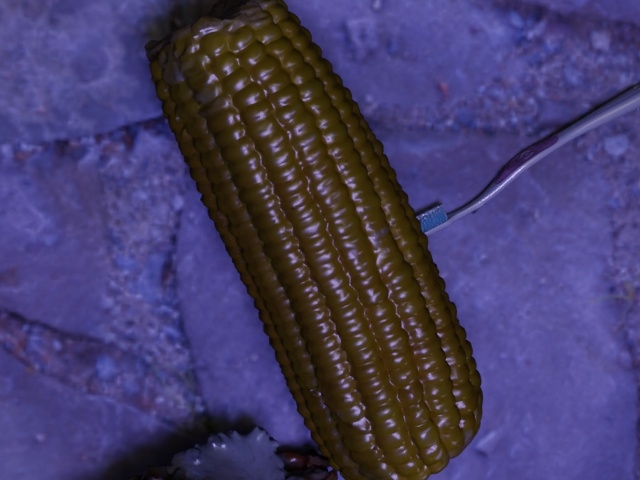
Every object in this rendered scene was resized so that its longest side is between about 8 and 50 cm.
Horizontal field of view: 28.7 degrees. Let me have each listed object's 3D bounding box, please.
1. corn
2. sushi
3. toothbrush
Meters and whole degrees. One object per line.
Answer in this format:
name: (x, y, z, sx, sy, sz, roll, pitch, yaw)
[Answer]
corn: (0.000, 0.000, 0.827, 0.131, 0.131, 0.344, -27, 102, -6)
sushi: (-0.093, 0.191, 0.850, 0.226, 0.097, 0.103, -27, 102, -8)
toothbrush: (0.156, -0.058, 0.903, 0.204, 0.017, 0.022, -30, 121, -4)
